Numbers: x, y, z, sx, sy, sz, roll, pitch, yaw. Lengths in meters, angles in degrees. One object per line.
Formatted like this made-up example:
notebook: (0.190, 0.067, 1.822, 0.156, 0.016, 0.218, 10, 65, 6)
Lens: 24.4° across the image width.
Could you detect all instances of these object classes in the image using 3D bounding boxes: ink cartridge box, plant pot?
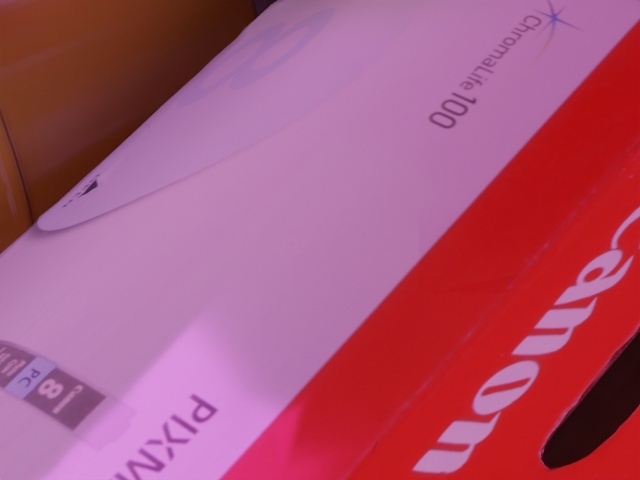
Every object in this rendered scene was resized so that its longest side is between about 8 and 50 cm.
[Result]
ink cartridge box: (0.000, 0.000, 0.512, 0.308, 0.091, 0.385, -45, 17, -25)
plant pot: (-0.171, -0.099, 0.789, 0.239, 0.254, 0.254, -25, 23, -21)

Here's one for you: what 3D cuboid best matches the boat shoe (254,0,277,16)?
boat shoe: (0.019, -0.226, 0.931, 0.258, 0.095, 0.084, -19, 34, 22)
